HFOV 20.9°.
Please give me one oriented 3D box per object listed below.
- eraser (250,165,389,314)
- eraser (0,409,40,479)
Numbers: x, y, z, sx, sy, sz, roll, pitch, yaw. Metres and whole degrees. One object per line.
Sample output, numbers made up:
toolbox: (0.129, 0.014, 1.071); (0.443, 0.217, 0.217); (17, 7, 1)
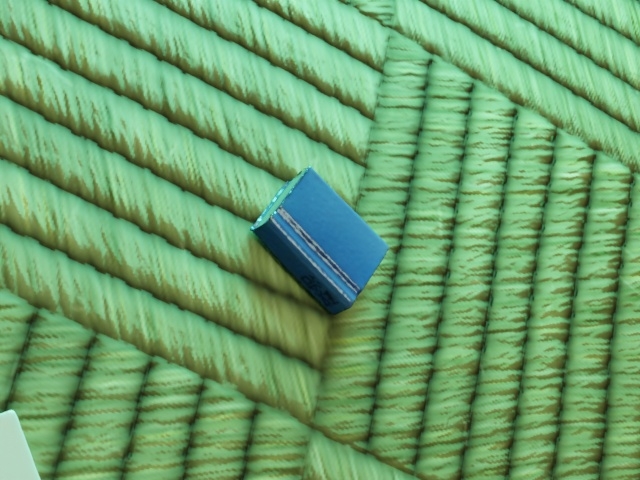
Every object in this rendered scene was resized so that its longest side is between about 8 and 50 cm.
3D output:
eraser: (0.000, 0.000, 1.193); (0.084, 0.027, 0.063); (46, 52, -13)
eraser: (-0.285, 0.169, 0.880); (0.298, 0.076, 0.078); (-16, 81, -40)
